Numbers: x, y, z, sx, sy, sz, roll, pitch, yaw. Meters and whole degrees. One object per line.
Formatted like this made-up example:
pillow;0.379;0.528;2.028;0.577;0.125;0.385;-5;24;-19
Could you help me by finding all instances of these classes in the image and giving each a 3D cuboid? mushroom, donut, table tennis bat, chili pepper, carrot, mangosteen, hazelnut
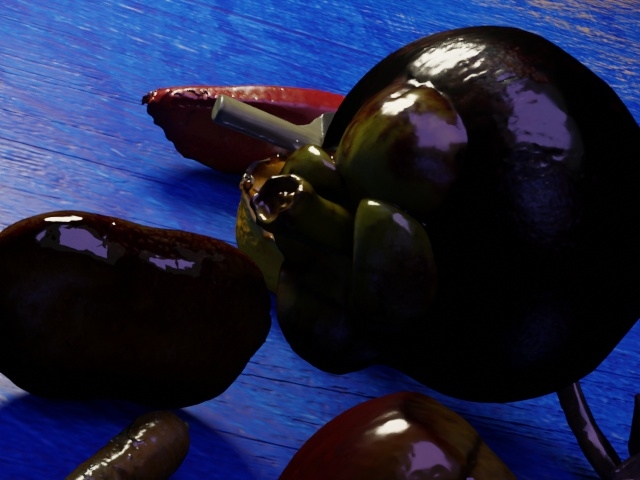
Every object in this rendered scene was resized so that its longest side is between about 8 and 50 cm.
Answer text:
mushroom;-0.173;0.034;1.281;0.227;0.148;0.217;18;8;-28
donut;-0.005;0.004;1.481;0.181;0.078;0.146;40;33;18
table tennis bat;0.019;-0.075;1.521;0.246;0.022;0.138;20;37;-17
chili pepper;0.011;-0.093;1.627;0.387;0.110;0.110;9;30;-21
carrot;-0.161;0.176;1.099;0.049;0.049;0.254;31;33;16
mangosteen;0.111;-0.004;1.303;0.297;0.297;0.313;38;74;28
hazelnut;0.035;0.202;1.062;0.208;0.208;0.208;17;28;-10

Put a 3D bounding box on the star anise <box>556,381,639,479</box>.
star anise;0.311;0.204;1.317;0.349;0.109;0.292;35;7;1
